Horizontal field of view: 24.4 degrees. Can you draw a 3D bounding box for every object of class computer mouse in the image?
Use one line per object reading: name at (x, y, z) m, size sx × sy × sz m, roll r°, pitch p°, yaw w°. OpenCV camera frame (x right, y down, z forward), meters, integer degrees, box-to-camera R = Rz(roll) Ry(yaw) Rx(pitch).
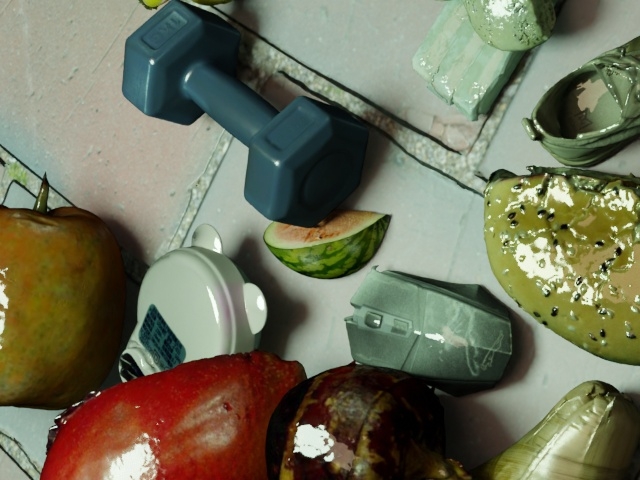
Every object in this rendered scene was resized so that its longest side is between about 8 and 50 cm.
computer mouse at (0.110, 0.098, 1.622) m, size 0.231 × 0.071 × 0.126 m, roll 15°, pitch 94°, yaw 37°

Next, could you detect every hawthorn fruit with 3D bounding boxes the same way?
hawthorn fruit at (-0.370, 0.063, 1.877) m, size 0.267 × 0.267 × 0.301 m, roll 19°, pitch 93°, yaw 36°

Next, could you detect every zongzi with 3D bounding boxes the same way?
zongzi at (0.225, 0.217, 1.516) m, size 0.197 × 0.099 × 0.195 m, roll 28°, pitch 99°, yaw 46°

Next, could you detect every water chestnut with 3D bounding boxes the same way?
water chestnut at (0.058, 0.240, 1.552) m, size 0.238 × 0.223 × 0.224 m, roll 6°, pitch 89°, yaw 22°

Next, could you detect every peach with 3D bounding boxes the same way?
peach at (-0.152, 0.279, 1.677) m, size 0.361 × 0.257 × 0.201 m, roll -30°, pitch 51°, yaw 16°

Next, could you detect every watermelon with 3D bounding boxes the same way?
watermelon at (0.001, 0.014, 1.732) m, size 0.163 × 0.087 × 0.069 m, roll 0°, pitch 122°, yaw 39°

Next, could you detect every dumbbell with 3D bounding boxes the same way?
dumbbell at (-0.093, -0.153, 1.746) m, size 0.325 × 0.160 × 0.144 m, roll 39°, pitch 107°, yaw 32°

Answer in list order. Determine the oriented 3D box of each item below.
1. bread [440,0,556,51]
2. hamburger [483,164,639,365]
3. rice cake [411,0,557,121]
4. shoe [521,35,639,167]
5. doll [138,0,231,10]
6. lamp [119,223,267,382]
bread at (0.179, -0.309, 1.571) m, size 0.232 × 0.064 × 0.172 m, roll 47°, pitch 114°, yaw 30°
hamburger at (0.288, 0.021, 1.436) m, size 0.288 × 0.167 × 0.192 m, roll 8°, pitch 88°, yaw 37°
rice cake at (0.186, -0.246, 1.623) m, size 0.124 × 0.038 × 0.211 m, roll 46°, pitch 111°, yaw 31°
shoe at (0.325, -0.159, 1.475) m, size 0.274 × 0.098 × 0.103 m, roll -31°, pitch 71°, yaw 29°
doll at (-0.145, -0.353, 1.830) m, size 0.220 × 0.135 × 0.143 m, roll 2°, pitch 48°, yaw 42°
lamp at (-0.151, 0.112, 1.792) m, size 0.179 × 0.108 × 0.246 m, roll 54°, pitch 125°, yaw 33°
